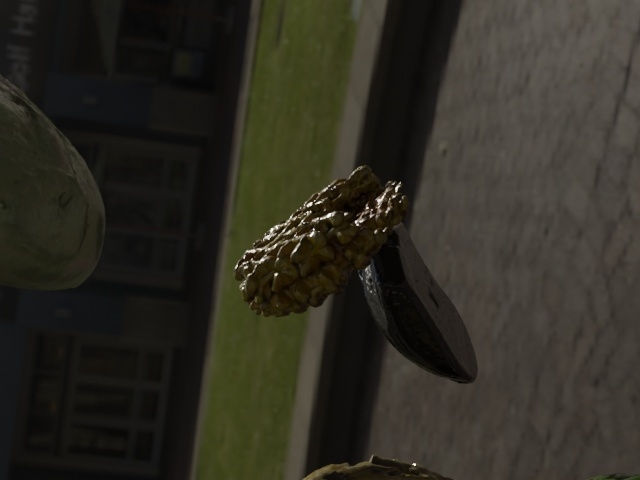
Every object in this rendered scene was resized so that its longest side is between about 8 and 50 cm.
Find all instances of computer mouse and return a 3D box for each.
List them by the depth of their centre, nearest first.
[{"bbox_3d":[0.106,0.084,1.631,0.264,0.088,0.147,60,-165,-29],"label":"computer mouse"}]

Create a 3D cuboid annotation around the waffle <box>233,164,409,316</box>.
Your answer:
[{"bbox_3d":[0.000,0.000,1.345,0.197,0.070,0.193,-40,12,-3],"label":"waffle"}]

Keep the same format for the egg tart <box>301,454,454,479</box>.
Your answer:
[{"bbox_3d":[0.071,0.355,1.146,0.150,0.352,0.351,134,143,-70],"label":"egg tart"}]

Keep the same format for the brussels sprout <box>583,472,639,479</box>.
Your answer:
[{"bbox_3d":[0.306,0.308,1.298,0.223,0.223,0.161,132,147,-76],"label":"brussels sprout"}]

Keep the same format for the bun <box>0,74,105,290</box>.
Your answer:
[{"bbox_3d":[-0.300,-0.061,0.996,0.293,0.293,0.187,-172,88,-82],"label":"bun"}]
